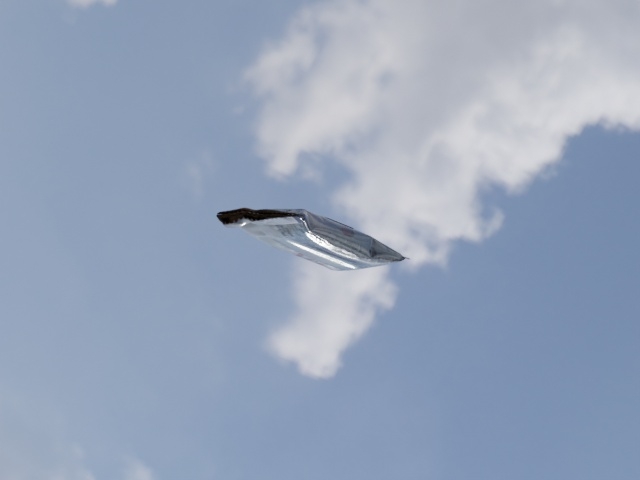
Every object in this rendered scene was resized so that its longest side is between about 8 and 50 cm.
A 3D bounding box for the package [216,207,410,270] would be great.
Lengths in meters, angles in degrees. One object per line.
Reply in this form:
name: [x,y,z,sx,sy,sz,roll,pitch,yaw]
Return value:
package: [0.000,0.000,0.608,0.037,0.110,0.015,2,-100,28]
